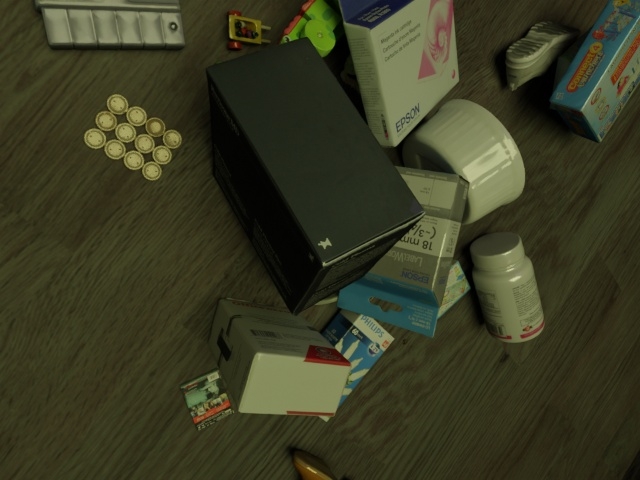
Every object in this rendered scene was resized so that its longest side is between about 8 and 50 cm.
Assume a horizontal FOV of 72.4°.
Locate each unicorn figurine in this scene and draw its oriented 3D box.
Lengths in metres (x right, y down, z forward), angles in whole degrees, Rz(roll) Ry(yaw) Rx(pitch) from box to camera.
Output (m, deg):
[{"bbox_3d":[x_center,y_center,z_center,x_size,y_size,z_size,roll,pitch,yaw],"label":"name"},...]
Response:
[{"bbox_3d":[0.090,-0.419,0.964,0.111,0.060,0.162,16,92,-29],"label":"unicorn figurine"}]

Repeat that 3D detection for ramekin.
[{"bbox_3d":[0.314,-0.169,1.012,0.135,0.277,0.277,-34,113,-9],"label":"ramekin"}]

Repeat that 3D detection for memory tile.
[{"bbox_3d":[-0.346,-0.191,0.818,0.148,0.012,0.113,32,85,-27],"label":"memory tile"}]

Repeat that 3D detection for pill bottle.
[{"bbox_3d":[0.521,0.130,1.232,0.160,0.160,0.283,-30,112,-19],"label":"pill bottle"}]

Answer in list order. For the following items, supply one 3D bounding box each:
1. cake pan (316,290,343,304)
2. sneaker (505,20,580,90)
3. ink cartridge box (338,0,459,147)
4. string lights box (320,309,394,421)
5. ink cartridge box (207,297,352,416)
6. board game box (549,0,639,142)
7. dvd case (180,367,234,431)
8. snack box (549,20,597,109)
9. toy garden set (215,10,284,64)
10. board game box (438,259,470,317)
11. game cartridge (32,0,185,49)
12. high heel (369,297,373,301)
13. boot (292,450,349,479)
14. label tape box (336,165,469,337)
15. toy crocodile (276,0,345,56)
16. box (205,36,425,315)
[{"bbox_3d":[0.000,0.000,1.006,0.292,0.054,0.294,-5,102,-26],"label":"cake pan"},{"bbox_3d":[0.593,-0.509,1.196,0.281,0.105,0.115,-32,142,-20],"label":"sneaker"},{"bbox_3d":[0.182,-0.419,0.911,0.324,0.071,0.330,-47,135,-30],"label":"ink cartridge box"},{"bbox_3d":[0.043,0.290,1.066,0.260,0.076,0.133,-49,118,-6],"label":"string lights box"},{"bbox_3d":[-0.096,0.225,0.882,0.196,0.273,0.114,15,97,-28],"label":"ink cartridge box"},{"bbox_3d":[0.763,-0.449,1.153,0.301,0.086,0.308,9,113,-49],"label":"board game box"},{"bbox_3d":[-0.251,0.355,0.974,0.087,0.013,0.120,-22,110,-21],"label":"dvd case"},{"bbox_3d":[0.747,-0.490,1.236,0.207,0.070,0.175,-42,143,-12],"label":"snack box"},{"bbox_3d":[-0.088,-0.344,0.895,0.244,0.049,0.204,-3,102,-26],"label":"toy garden set"},{"bbox_3d":[0.342,0.140,1.220,0.154,0.026,0.104,-38,114,-15],"label":"board game box"},{"bbox_3d":[-0.367,-0.506,0.721,0.230,0.068,0.356,-13,106,-28],"label":"game cartridge"},{"bbox_3d":[0.134,0.045,1.089,0.117,0.082,0.244,34,104,13],"label":"high heel"},{"bbox_3d":[-0.028,0.677,1.099,0.211,0.104,0.295,-48,121,-11],"label":"boot"},{"bbox_3d":[0.146,0.017,0.910,0.105,0.240,0.334,1,101,-61],"label":"label tape box"},{"bbox_3d":[-0.010,-0.416,0.850,0.105,0.115,0.341,37,67,-14],"label":"toy crocodile"},{"bbox_3d":[-0.036,-0.087,0.750,0.178,0.312,0.343,-27,77,-19],"label":"box"}]
